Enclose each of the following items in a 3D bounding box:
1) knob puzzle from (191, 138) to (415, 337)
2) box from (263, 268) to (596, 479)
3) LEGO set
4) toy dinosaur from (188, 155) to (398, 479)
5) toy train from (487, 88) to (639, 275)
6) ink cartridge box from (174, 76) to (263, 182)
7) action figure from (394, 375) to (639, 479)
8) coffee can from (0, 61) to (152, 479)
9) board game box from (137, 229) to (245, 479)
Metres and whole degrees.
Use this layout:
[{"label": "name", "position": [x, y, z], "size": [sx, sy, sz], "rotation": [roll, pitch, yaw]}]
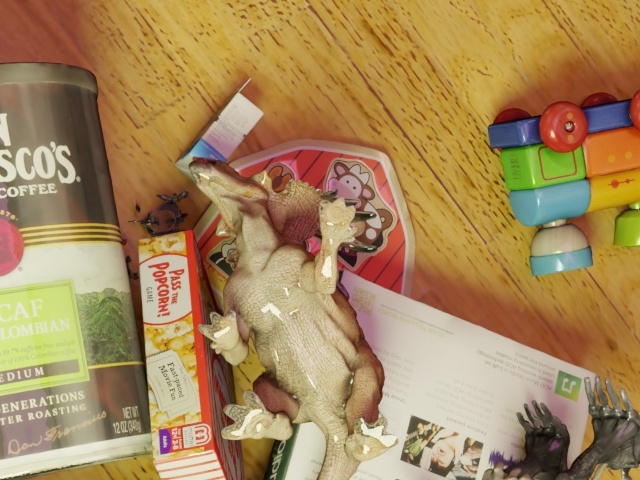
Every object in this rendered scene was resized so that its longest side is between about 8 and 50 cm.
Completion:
[{"label": "knob puzzle", "position": [0.000, 0.000, 1.500], "size": [0.213, 0.030, 0.213], "rotation": [4, 79, -19]}, {"label": "box", "position": [0.070, 0.208, 1.410], "size": [0.232, 0.058, 0.322], "rotation": [23, 62, -12]}, {"label": "LEGO set", "position": [-0.130, -0.005, 1.458], "size": [0.083, 0.023, 0.054], "rotation": [-34, 71, -6]}, {"label": "toy dinosaur", "position": [-0.007, 0.068, 1.345], "size": [0.127, 0.200, 0.296], "rotation": [-14, 92, 7]}, {"label": "toy train", "position": [0.271, -0.059, 1.580], "size": [0.248, 0.105, 0.143], "rotation": [-11, 95, -22]}, {"label": "ink cartridge box", "position": [-0.076, -0.086, 1.477], "size": [0.028, 0.048, 0.083], "rotation": [40, 70, -9]}, {"label": "action figure", "position": [0.120, 0.215, 1.309], "size": [0.141, 0.164, 0.276], "rotation": [53, 50, -18]}, {"label": "coffee can", "position": [-0.234, 0.032, 1.314], "size": [0.201, 0.201, 0.275], "rotation": [-9, 84, -22]}, {"label": "board game box", "position": [-0.091, 0.114, 1.341], "size": [0.045, 0.147, 0.193], "rotation": [-11, 51, 3]}]
